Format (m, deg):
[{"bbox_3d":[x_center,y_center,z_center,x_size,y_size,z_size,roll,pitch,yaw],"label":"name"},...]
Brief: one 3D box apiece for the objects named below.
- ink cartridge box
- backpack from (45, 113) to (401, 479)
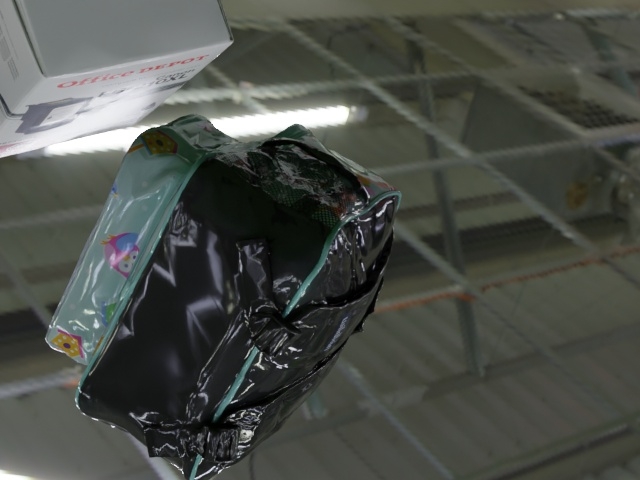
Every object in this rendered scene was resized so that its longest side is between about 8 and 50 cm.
[{"bbox_3d":[-0.206,-0.158,1.000,0.172,0.237,0.100,-18,-93,-32],"label":"ink cartridge box"},{"bbox_3d":[-0.042,0.018,0.625,0.144,0.165,0.188,33,-158,17],"label":"backpack"}]
